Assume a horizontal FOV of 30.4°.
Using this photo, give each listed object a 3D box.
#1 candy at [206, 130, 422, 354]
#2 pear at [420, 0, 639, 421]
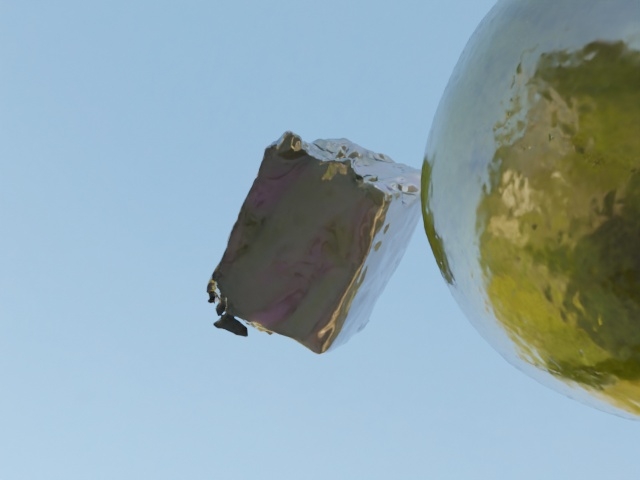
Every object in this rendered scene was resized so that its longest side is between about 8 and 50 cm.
[{"bbox_3d":[0.000,0.000,1.107,0.137,0.185,0.195,27,-75,15],"label":"candy"},{"bbox_3d":[0.244,-0.052,0.773,0.351,0.413,0.352,-7,-73,-25],"label":"pear"}]
